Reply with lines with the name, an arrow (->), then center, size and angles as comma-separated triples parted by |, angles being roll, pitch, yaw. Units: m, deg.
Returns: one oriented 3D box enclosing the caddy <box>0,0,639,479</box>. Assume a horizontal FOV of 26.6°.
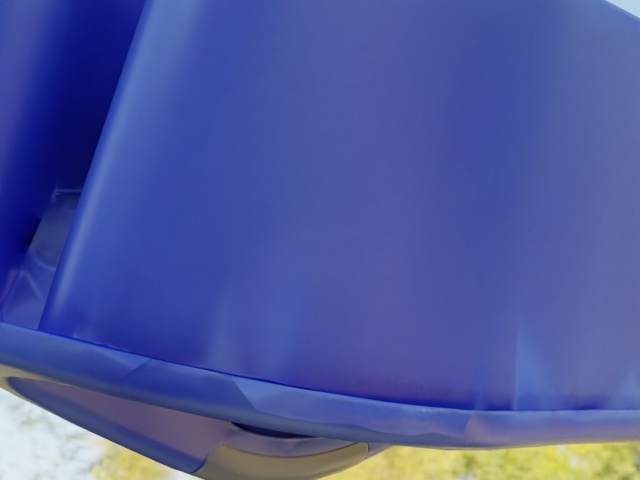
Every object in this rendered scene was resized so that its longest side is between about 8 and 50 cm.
caddy -> 0.000, 0.000, 0.476 | 0.241, 0.179, 0.341 | 15, 4, 39
